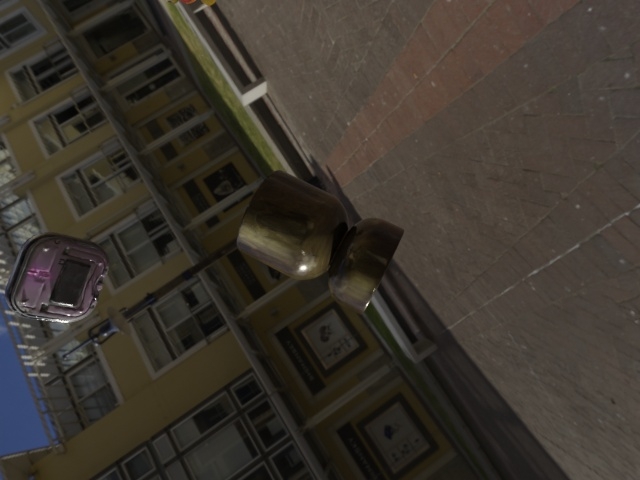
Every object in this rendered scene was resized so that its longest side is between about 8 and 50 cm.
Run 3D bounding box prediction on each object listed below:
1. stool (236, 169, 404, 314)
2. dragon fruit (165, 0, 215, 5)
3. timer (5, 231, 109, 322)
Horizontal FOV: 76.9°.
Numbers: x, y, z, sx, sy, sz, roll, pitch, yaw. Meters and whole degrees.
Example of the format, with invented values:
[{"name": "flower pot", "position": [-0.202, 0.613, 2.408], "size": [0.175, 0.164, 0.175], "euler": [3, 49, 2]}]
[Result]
[{"name": "stool", "position": [0.000, 0.000, 0.762], "size": [0.264, 0.179, 0.179], "euler": [27, 169, 7]}, {"name": "dragon fruit", "position": [-0.254, -0.689, 0.877], "size": [0.228, 0.242, 0.307], "euler": [20, 156, -14]}, {"name": "timer", "position": [-0.626, 0.091, 0.971], "size": [0.069, 0.208, 0.191], "euler": [9, 171, 45]}]
